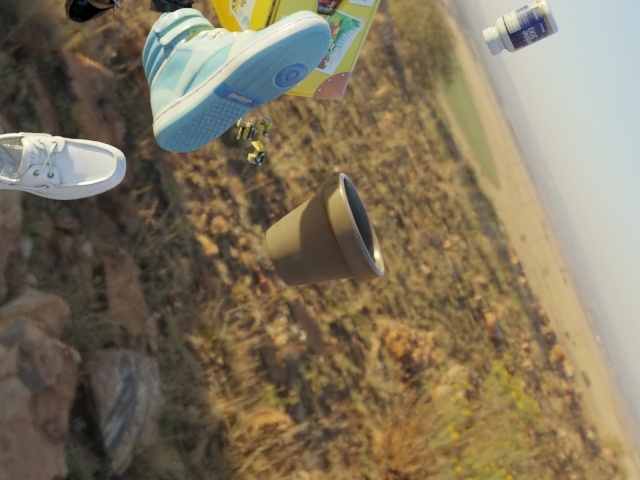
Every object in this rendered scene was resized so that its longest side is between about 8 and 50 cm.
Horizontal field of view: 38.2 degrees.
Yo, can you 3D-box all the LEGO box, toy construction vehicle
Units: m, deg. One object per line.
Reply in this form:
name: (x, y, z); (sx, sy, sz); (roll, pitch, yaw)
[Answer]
LEGO box: (-0.020, -0.564, 1.620); (0.193, 0.500, 0.372); (3, 40, -26)
toy construction vehicle: (-0.134, -0.209, 1.811); (0.035, 0.098, 0.086); (-2, 39, -35)

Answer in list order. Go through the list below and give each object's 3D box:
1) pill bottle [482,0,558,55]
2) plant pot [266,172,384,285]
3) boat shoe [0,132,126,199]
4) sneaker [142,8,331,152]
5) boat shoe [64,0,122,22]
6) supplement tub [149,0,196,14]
pill bottle: (0.350, -0.372, 1.624); (0.067, 0.120, 0.067); (52, 25, -37)
plant pot: (0.000, 0.000, 2.204); (0.263, 0.229, 0.263); (-21, 90, -80)
boat shoe: (-0.453, -0.122, 1.467); (0.096, 0.277, 0.098); (107, -18, -79)
sneaker: (-0.146, -0.294, 1.380); (0.127, 0.319, 0.208); (22, 43, -59)
boat shoe: (-0.458, -0.564, 2.022); (0.132, 0.355, 0.130); (15, 75, -32)
supplement tub: (-0.230, -0.469, 1.528); (0.106, 0.106, 0.197); (-30, 136, -75)
